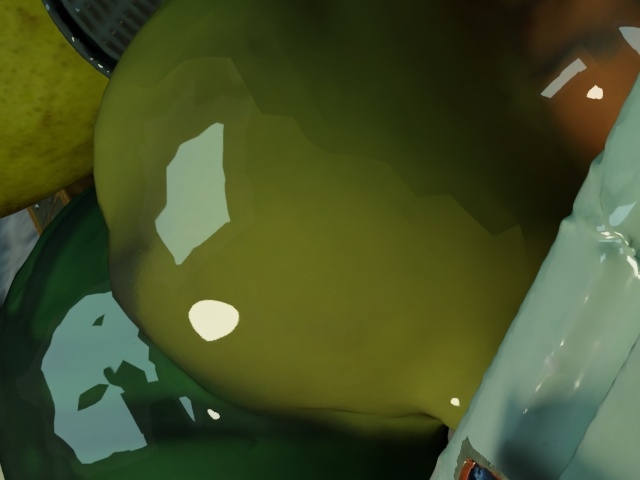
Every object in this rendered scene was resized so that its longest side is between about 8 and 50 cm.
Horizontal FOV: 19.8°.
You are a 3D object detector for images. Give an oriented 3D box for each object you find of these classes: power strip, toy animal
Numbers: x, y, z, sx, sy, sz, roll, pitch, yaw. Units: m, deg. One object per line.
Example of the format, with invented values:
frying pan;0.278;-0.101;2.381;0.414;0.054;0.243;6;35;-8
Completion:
power strip;-0.167;-0.021;1.205;0.178;0.028;0.049;53;128;53
toy animal;-0.003;0.001;0.656;0.338;0.191;0.216;-51;49;24

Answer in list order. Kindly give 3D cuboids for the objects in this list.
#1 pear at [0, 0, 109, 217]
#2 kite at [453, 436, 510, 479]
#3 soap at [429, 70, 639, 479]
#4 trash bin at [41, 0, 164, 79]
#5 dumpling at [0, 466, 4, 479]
pear;-0.181;-0.151;1.003;0.287;0.287;0.375;-119;39;-50
kite;0.063;0.158;0.477;0.321;0.016;0.234;-45;44;49
soap;0.126;0.099;0.507;0.347;0.115;0.208;-66;31;28
trash bin;-0.033;-0.156;0.789;0.161;0.175;0.175;149;125;-72
dumpling;-0.141;0.093;1.050;0.169;0.100;0.134;7;74;61
